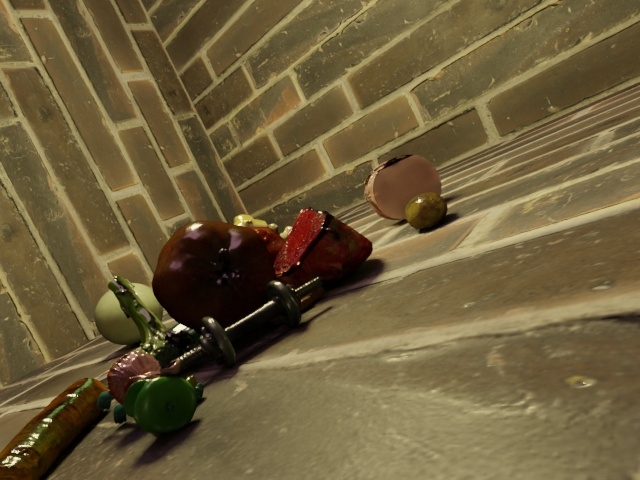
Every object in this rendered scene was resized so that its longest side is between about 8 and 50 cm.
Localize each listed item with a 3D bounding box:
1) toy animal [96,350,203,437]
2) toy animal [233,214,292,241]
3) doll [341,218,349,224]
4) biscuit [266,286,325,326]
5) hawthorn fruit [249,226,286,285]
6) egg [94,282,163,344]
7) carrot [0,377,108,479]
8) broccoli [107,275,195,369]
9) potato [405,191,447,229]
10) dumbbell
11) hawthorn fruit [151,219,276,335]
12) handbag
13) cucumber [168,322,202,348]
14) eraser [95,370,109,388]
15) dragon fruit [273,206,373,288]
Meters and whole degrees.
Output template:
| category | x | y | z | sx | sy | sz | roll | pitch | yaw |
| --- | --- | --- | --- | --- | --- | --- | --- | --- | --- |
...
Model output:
| category | x | y | z | sx | sy | sz | roll | pitch | yaw |
| --- | --- | --- | --- | --- | --- | --- | --- | --- | --- |
| toy animal | -0.208 | 0.188 | 0.593 | 0.103 | 0.100 | 0.208 | 18 | -26 | -32 |
| toy animal | -0.160 | 0.022 | 1.285 | 0.121 | 0.233 | 0.169 | 24 | 44 | 37 |
| doll | 0.000 | 0.000 | 1.530 | 0.228 | 0.075 | 0.102 | -37 | -8 | 17 |
| biscuit | -0.055 | 0.118 | 0.827 | 0.120 | 0.019 | 0.130 | -23 | 5 | 29 |
| hawthorn fruit | -0.176 | 0.056 | 1.084 | 0.181 | 0.181 | 0.235 | -22 | -4 | 41 |
| egg | -0.585 | 0.225 | 1.459 | 0.253 | 0.186 | 0.187 | -17 | 10 | 43 |
| carrot | -0.366 | 0.263 | 0.662 | 0.070 | 0.070 | 0.260 | -26 | 7 | -2 |
| broccoli | -0.292 | 0.144 | 0.796 | 0.122 | 0.204 | 0.118 | -29 | -26 | -25 |
| potato | 0.226 | -0.065 | 1.022 | 0.092 | 0.070 | 0.138 | -26 | 3 | 15 |
| dumbbell | -0.101 | 0.120 | 0.703 | 0.254 | 0.081 | 0.082 | -29 | 5 | -27 |
| hawthorn fruit | -0.185 | 0.077 | 0.843 | 0.208 | 0.208 | 0.248 | -28 | -9 | -25 |
| handbag | 0.221 | -0.142 | 1.306 | 0.205 | 0.179 | 0.116 | -26 | -2 | -12 |
| cucumber | -0.254 | 0.183 | 0.958 | 0.115 | 0.063 | 0.244 | -22 | 8 | 46 |
| eraser | -0.413 | 0.275 | 0.988 | 0.105 | 0.026 | 0.065 | -26 | 8 | -5 |
| dragon fruit | 0.008 | 0.017 | 0.921 | 0.190 | 0.162 | 0.262 | 2 | 3 | -11 |
